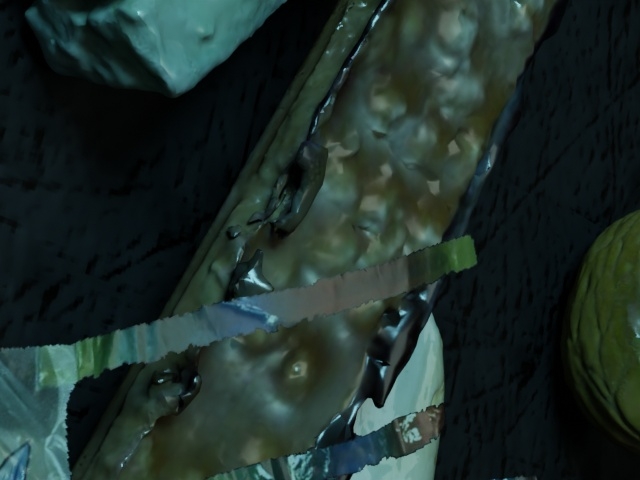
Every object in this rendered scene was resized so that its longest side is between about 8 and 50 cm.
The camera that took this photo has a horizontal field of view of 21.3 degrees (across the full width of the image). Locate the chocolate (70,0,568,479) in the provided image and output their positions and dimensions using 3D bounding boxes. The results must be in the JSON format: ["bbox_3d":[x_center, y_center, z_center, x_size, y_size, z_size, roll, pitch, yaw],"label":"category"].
[{"bbox_3d":[-0.003,0.000,0.570,0.102,0.065,0.329,42,71,-48],"label":"chocolate"}]

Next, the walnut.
[{"bbox_3d":[0.163,0.040,0.789,0.105,0.105,0.124,15,74,-50],"label":"walnut"}]

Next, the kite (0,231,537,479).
[{"bbox_3d":[-0.073,0.076,0.481,0.310,0.015,0.169,-24,112,-24],"label":"kite"}]

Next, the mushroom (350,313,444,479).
[{"bbox_3d":[0.008,0.115,0.631,0.084,0.071,0.209,10,79,-20],"label":"mushroom"}]

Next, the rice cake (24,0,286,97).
[{"bbox_3d":[0.015,-0.159,0.625,0.336,0.066,0.063,-46,136,-40],"label":"rice cake"}]
